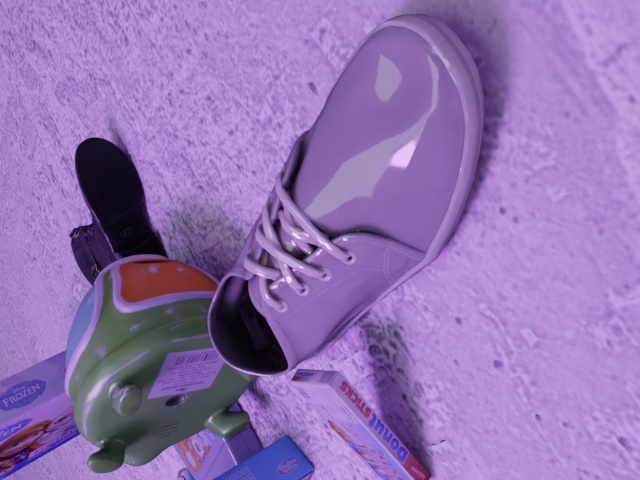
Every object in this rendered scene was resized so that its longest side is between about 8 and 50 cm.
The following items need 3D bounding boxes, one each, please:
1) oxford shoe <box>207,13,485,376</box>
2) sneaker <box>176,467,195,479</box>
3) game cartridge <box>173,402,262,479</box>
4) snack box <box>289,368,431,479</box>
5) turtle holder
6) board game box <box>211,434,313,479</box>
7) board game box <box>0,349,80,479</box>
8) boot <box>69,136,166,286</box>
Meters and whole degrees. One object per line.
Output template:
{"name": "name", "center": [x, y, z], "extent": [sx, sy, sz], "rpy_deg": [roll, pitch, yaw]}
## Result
{"name": "oxford shoe", "center": [0.000, 0.000, 0.595], "extent": [0.169, 0.130, 0.449], "rpy_deg": [53, 138, 20]}
{"name": "sneaker", "center": [-0.222, 0.443, 1.093], "extent": [0.191, 0.071, 0.082], "rpy_deg": [-10, 87, 63]}
{"name": "game cartridge", "center": [-0.203, 0.279, 1.020], "extent": [0.297, 0.062, 0.198], "rpy_deg": [49, 142, 21]}
{"name": "snack box", "center": [0.043, 0.199, 0.660], "extent": [0.064, 0.022, 0.178], "rpy_deg": [-10, 126, 48]}
{"name": "turtle holder", "center": [-0.217, 0.165, 0.857], "extent": [0.227, 0.243, 0.320], "rpy_deg": [56, 160, 34]}
{"name": "board game box", "center": [-0.152, 0.436, 0.886], "extent": [0.064, 0.242, 0.316], "rpy_deg": [45, 135, 28]}
{"name": "board game box", "center": [-0.470, 0.292, 1.037], "extent": [0.066, 0.319, 0.318], "rpy_deg": [52, 139, 13]}
{"name": "boot", "center": [-0.363, -0.019, 1.029], "extent": [0.229, 0.091, 0.263], "rpy_deg": [-11, 101, 50]}
